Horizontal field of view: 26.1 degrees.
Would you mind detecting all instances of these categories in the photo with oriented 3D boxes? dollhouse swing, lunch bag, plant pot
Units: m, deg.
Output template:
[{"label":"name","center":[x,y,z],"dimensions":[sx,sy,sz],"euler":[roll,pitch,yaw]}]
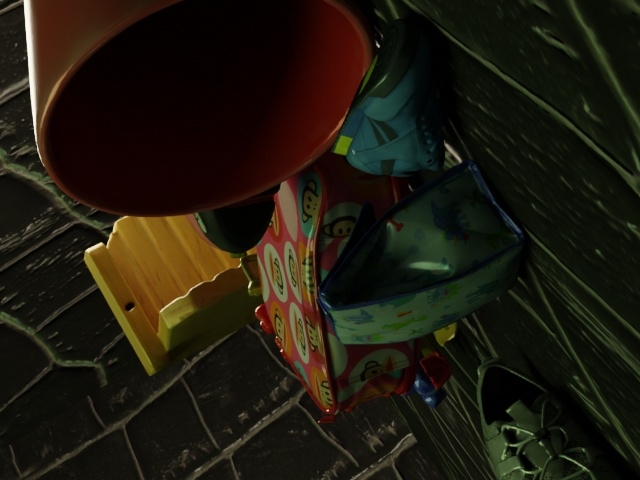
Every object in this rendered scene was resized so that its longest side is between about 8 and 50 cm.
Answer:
[{"label":"dollhouse swing","center":[-0.142,-0.014,1.935],"dimensions":[0.315,0.346,0.305],"euler":[56,166,24]},{"label":"lunch bag","center":[0.070,0.022,1.047],"dimensions":[0.096,0.151,0.129],"euler":[56,176,19]},{"label":"plant pot","center":[-0.122,-0.194,1.115],"dimensions":[0.275,0.274,0.243],"euler":[66,-179,-60]},{"label":"lunch bag","center":[0.000,0.000,1.391],"dimensions":[0.258,0.120,0.293],"euler":[-130,30,-53]}]

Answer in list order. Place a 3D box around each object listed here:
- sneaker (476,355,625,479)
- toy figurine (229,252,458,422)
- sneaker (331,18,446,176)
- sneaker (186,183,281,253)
[{"label":"sneaker","center":[0.190,0.194,1.190],"dimensions":[0.115,0.105,0.281],"euler":[60,176,-22]},{"label":"toy figurine","center":[0.049,0.099,1.642],"dimensions":[0.362,0.191,0.217],"euler":[56,180,41]},{"label":"sneaker","center":[0.064,-0.094,0.983],"dimensions":[0.082,0.069,0.209],"euler":[25,165,-1]},{"label":"sneaker","center":[-0.142,-0.110,1.300],"dimensions":[0.116,0.136,0.314],"euler":[-3,-119,-46]}]
